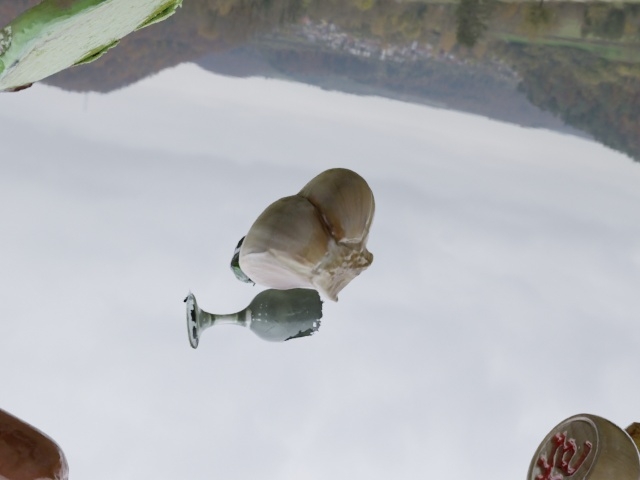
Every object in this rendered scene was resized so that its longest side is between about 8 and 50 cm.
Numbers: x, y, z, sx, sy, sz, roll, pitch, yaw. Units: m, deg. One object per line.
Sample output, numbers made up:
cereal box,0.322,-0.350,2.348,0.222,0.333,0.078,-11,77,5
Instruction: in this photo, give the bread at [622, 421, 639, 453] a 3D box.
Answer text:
bread,0.518,0.421,0.952,0.312,0.312,0.172,7,-177,-20

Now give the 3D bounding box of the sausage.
sausage,-0.453,0.275,0.860,0.259,0.114,0.113,26,-163,5

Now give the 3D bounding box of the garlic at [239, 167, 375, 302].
garlic,-0.010,-0.009,0.726,0.099,0.124,0.174,20,-122,46

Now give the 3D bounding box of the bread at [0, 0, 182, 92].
bread,-0.260,-0.256,0.751,0.301,0.045,0.301,-26,-165,8

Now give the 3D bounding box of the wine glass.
wine glass,-0.155,0.174,1.509,0.321,0.143,0.143,-2,-160,-19

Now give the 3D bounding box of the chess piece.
chess piece,0.179,0.160,0.444,0.038,0.084,0.083,33,-165,-2

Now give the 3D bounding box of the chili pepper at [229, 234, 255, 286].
chili pepper,-0.142,0.034,1.250,0.062,0.108,0.216,9,-176,-6
